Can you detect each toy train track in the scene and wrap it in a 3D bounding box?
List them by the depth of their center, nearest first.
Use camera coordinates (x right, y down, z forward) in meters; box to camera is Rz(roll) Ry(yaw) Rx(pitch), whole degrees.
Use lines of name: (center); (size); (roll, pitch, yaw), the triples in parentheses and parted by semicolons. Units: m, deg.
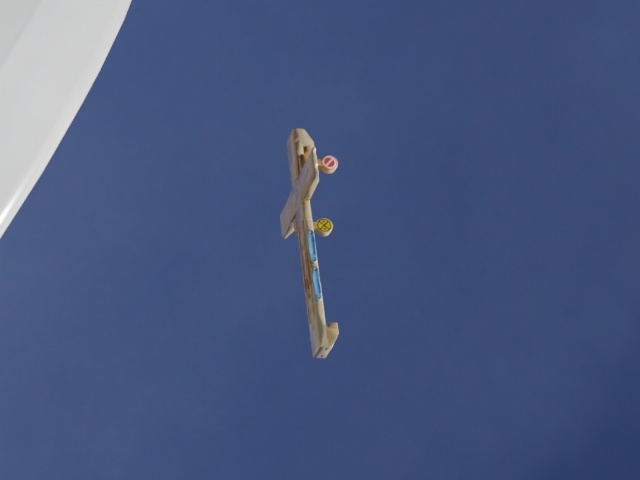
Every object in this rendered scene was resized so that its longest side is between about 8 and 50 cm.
toy train track: (0.000, 0.000, 0.540); (0.048, 0.014, 0.083); (118, -31, -58)

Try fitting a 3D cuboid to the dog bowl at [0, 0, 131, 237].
dog bowl: (-0.166, -0.004, 0.400); (0.265, 0.104, 0.265); (-46, -160, 21)
